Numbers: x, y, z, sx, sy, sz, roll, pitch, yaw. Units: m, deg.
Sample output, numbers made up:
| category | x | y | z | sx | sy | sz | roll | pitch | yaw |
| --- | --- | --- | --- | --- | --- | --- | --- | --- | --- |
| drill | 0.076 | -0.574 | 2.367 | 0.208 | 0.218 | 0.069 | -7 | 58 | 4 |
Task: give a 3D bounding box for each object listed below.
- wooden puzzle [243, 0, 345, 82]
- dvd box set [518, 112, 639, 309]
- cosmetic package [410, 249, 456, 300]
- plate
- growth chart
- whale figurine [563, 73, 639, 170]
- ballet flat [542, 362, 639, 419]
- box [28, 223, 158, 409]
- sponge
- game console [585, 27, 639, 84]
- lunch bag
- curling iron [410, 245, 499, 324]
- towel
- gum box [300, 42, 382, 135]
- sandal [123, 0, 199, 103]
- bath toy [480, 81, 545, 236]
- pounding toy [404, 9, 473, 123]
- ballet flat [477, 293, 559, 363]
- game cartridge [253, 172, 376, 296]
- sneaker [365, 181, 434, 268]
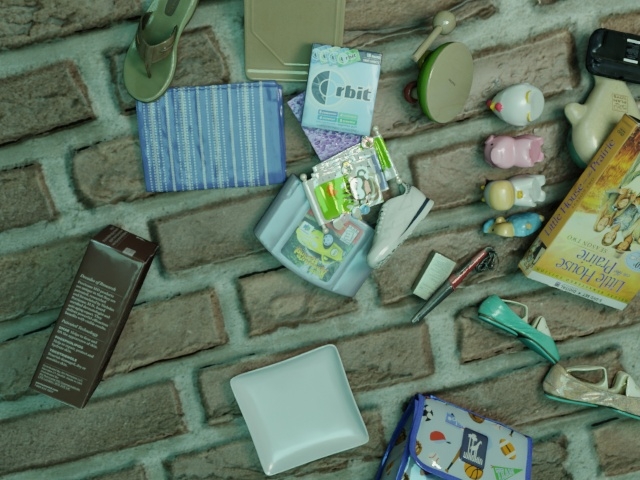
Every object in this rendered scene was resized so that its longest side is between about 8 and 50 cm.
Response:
| category | x | y | z | sx | sy | sz | roll | pitch | yaw |
| --- | --- | --- | --- | --- | --- | --- | --- | --- | --- |
| wooden puzzle | -0.059 | -0.470 | 1.768 | 0.221 | 0.044 | 0.238 | 1 | 126 | -3 |
| dvd box set | 0.688 | -0.050 | 1.802 | 0.307 | 0.062 | 0.420 | 19 | 117 | -22 |
| cosmetic package | 0.272 | 0.086 | 1.920 | 0.060 | 0.041 | 0.115 | 29 | 99 | -9 |
| plate | -0.051 | 0.416 | 1.971 | 0.277 | 0.045 | 0.278 | -19 | 101 | 2 |
| growth chart | 0.072 | -0.134 | 1.831 | 0.237 | 0.021 | 0.172 | -32 | 101 | -7 |
| whale figurine | 0.653 | -0.280 | 1.834 | 0.216 | 0.141 | 0.272 | 6 | 77 | -9 |
| ballet flat | 0.711 | 0.370 | 1.965 | 0.316 | 0.107 | 0.106 | 14 | 93 | -6 |
| box | -0.518 | 0.171 | 1.830 | 0.143 | 0.191 | 0.381 | 26 | 99 | -7 |
| sponge | 0.023 | -0.260 | 1.835 | 0.117 | 0.031 | 0.210 | -30 | 107 | 4 |
| game console | 0.768 | -0.412 | 1.793 | 0.361 | 0.044 | 0.213 | 8 | 85 | -13 |
| lunch bag | 0.312 | 0.602 | 1.934 | 0.328 | 0.239 | 0.385 | 23 | 83 | -6 |
| curling iron | 0.324 | 0.110 | 1.897 | 0.274 | 0.035 | 0.068 | -39 | 113 | -10 |
| towel | -0.249 | -0.240 | 1.841 | 0.336 | 0.040 | 0.243 | -3 | 105 | 0 |
| gum box | 0.046 | -0.336 | 1.771 | 0.157 | 0.041 | 0.184 | 7 | 102 | -6 |
| sandal | -0.364 | -0.455 | 1.755 | 0.120 | 0.086 | 0.303 | 21 | 97 | 6 |
| bath toy | 0.436 | -0.188 | 1.837 | 0.151 | 0.129 | 0.348 | -15 | 109 | -44 |
| pounding toy | 0.244 | -0.383 | 1.786 | 0.183 | 0.110 | 0.237 | -51 | 139 | -21 |
| ballet flat | 0.500 | 0.208 | 1.936 | 0.247 | 0.083 | 0.087 | 32 | 84 | -10 |
| game cartridge | 0.000 | 0.000 | 1.880 | 0.294 | 0.060 | 0.196 | 33 | 102 | -11 |
| sneaker | 0.164 | -0.033 | 1.841 | 0.095 | 0.090 | 0.235 | 40 | 62 | 1 |
